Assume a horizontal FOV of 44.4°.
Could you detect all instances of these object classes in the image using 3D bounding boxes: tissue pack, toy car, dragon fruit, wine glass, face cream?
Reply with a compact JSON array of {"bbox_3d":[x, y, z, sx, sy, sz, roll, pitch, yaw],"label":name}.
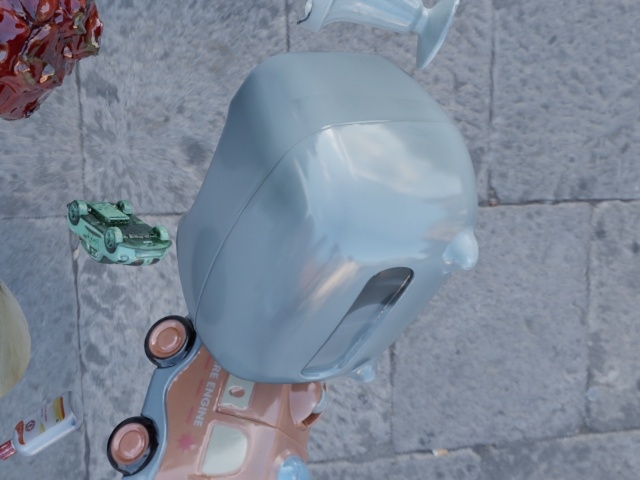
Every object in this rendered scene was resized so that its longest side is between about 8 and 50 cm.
[{"bbox_3d":[0.000,0.000,0.787,0.229,0.333,0.236,-5,54,-33],"label":"tissue pack"},{"bbox_3d":[-0.101,0.219,0.932,0.213,0.180,0.270,5,63,24],"label":"toy car"},{"bbox_3d":[-0.460,-0.006,1.766,0.136,0.306,0.125,-3,115,-44],"label":"toy car"},{"bbox_3d":[-0.388,-0.253,0.836,0.343,0.277,0.277,-9,101,23],"label":"dragon fruit"},{"bbox_3d":[0.085,-0.341,1.117,0.197,0.165,0.164,24,90,-11],"label":"wine glass"},{"bbox_3d":[-0.249,0.168,0.694,0.083,0.040,0.021,-33,136,5],"label":"face cream"}]

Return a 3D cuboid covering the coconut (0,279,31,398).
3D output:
[{"bbox_3d":[-0.543,0.131,1.065,0.329,0.329,0.328,-2,97,-14],"label":"coconut"}]
